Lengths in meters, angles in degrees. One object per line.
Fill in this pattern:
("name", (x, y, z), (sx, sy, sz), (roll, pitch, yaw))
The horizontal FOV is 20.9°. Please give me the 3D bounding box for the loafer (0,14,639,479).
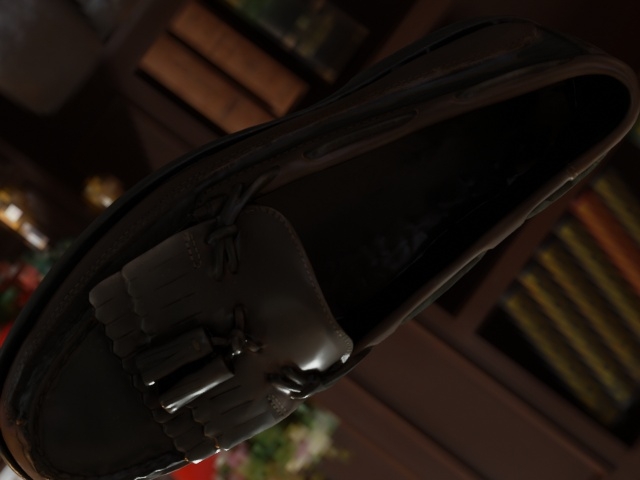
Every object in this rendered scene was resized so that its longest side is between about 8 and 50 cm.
("loafer", (0.000, 0.000, 0.624), (0.267, 0.096, 0.084), (-37, -160, -16))
